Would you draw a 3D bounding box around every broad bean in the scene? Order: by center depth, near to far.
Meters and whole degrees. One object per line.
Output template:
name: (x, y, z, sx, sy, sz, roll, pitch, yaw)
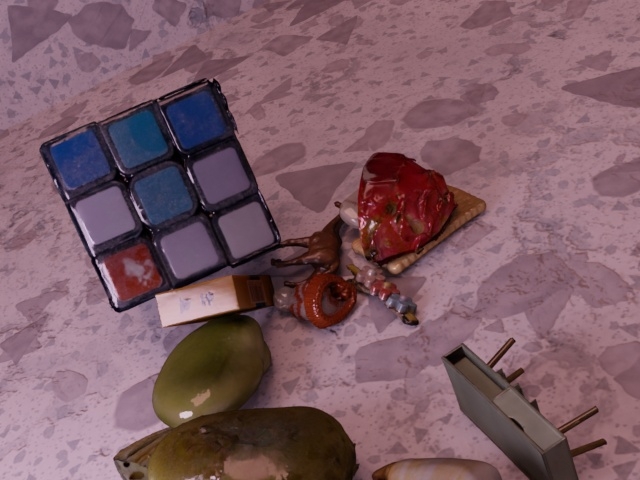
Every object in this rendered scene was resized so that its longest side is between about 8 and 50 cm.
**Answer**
broad bean: (-0.186, 0.222, 1.489, 0.189, 0.121, 0.263, 0, 23, 20)

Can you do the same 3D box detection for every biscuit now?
biscuit: (0.195, -0.028, 1.741, 0.249, 0.030, 0.160, -36, 35, -19)

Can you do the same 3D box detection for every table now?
table: (0.292, 0.238, 1.236, 0.111, 0.122, 0.240, -31, 35, -11)

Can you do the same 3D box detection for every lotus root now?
lotus root: (-0.236, 0.357, 1.424, 0.143, 0.070, 0.144, 7, 29, 41)

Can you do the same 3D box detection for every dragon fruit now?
dragon fruit: (0.152, -0.078, 1.682, 0.163, 0.189, 0.262, -26, 32, 43)

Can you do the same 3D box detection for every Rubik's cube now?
Rubik's cube: (-0.311, -0.093, 1.748, 0.358, 0.362, 0.363, -27, 8, -7)

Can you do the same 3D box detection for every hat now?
hat: (-0.023, 0.114, 1.645, 0.162, 0.094, 0.112, -13, 21, 47)

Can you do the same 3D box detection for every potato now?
potato: (-0.099, 0.338, 1.263, 0.307, 0.173, 0.210, -2, 34, 13)

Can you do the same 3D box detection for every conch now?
conch: (0.166, 0.362, 1.171, 0.255, 0.127, 0.158, 1, 66, 65)

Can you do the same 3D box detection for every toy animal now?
toy animal: (0.000, 0.000, 1.785, 0.229, 0.066, 0.224, -18, 37, -13)

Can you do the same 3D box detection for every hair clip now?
hair clip: (0.113, 0.091, 1.607, 0.062, 0.056, 0.214, -4, 20, -35)

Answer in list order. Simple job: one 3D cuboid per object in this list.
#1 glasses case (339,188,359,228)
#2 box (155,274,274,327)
glasses case: (0.122, -0.089, 1.825, 0.081, 0.051, 0.204, 37, 52, 22)
box: (-0.187, 0.110, 1.624, 0.152, 0.070, 0.237, -15, -7, 12)
